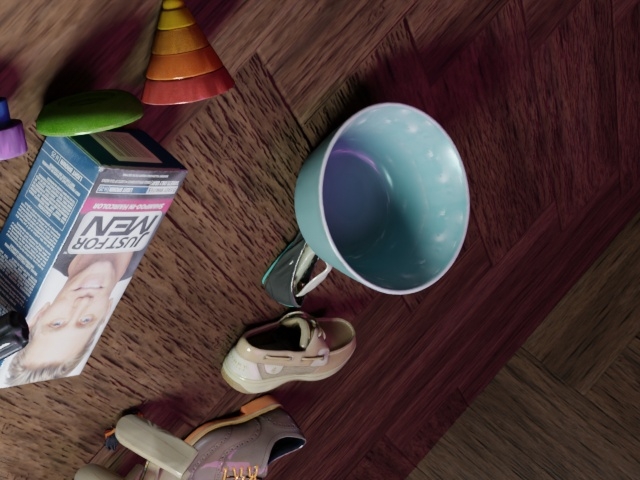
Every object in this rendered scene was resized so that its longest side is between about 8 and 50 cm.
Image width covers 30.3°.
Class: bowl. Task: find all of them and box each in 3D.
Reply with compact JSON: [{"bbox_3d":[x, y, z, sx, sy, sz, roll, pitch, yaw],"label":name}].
[{"bbox_3d":[0.079,-0.066,1.955,0.311,0.163,0.311,1,88,-36],"label":"bowl"}]

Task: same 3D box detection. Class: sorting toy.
[{"bbox_3d":[-0.261,-0.202,1.392,0.365,0.127,0.126,-25,116,-39],"label":"sorting toy"}]

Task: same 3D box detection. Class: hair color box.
[{"bbox_3d":[-0.330,0.023,1.543,0.174,0.105,0.347,-3,129,-58],"label":"hair color box"}]

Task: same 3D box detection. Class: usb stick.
[{"bbox_3d":[-0.480,0.163,1.430,0.278,0.077,0.045,-27,109,-1],"label":"usb stick"}]

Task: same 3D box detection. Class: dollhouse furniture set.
[{"bbox_3d":[-0.440,0.518,1.986,0.394,0.256,0.362,-52,169,-53],"label":"dollhouse furniture set"}]

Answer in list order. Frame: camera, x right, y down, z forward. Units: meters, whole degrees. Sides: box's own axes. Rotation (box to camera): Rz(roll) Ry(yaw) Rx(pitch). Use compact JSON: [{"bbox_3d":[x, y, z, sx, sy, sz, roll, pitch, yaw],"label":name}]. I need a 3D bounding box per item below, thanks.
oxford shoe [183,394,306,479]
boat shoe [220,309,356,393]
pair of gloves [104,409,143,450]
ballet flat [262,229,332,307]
[{"bbox_3d":[-0.176,0.429,2.332,0.364,0.133,0.130,-28,147,-40],"label":"oxford shoe"},{"bbox_3d":[-0.038,0.198,2.260,0.341,0.122,0.110,-16,139,-49],"label":"boat shoe"},{"bbox_3d":[-0.342,0.332,2.064,0.083,0.010,0.074,-37,153,-25],"label":"pair of gloves"},{"bbox_3d":[0.000,0.000,2.079,0.095,0.096,0.280,-7,131,-56],"label":"ballet flat"}]
